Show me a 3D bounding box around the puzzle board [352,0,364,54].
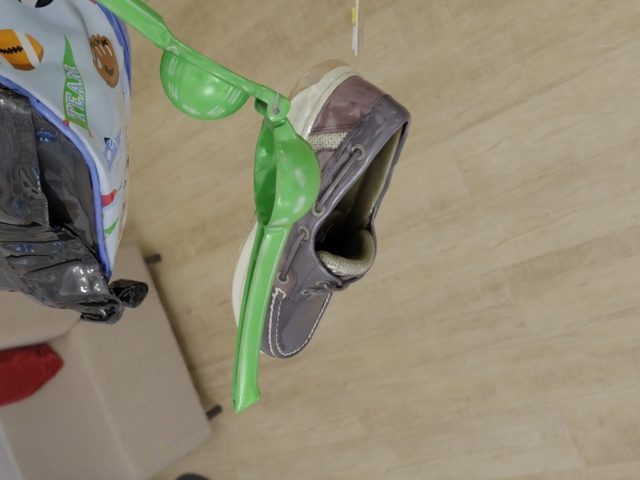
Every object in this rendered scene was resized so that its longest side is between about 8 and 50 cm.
[{"bbox_3d":[0.051,-0.302,0.931,0.011,0.128,0.096,4,112,6],"label":"puzzle board"}]

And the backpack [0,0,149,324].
[{"bbox_3d":[-0.225,-0.079,0.410,0.263,0.276,0.213,135,138,-63],"label":"backpack"}]

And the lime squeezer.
[{"bbox_3d":[-0.067,-0.054,0.372,0.110,0.059,0.310,-23,116,8],"label":"lime squeezer"}]

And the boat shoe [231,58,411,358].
[{"bbox_3d":[0.000,0.000,0.577,0.092,0.103,0.285,35,126,27],"label":"boat shoe"}]
